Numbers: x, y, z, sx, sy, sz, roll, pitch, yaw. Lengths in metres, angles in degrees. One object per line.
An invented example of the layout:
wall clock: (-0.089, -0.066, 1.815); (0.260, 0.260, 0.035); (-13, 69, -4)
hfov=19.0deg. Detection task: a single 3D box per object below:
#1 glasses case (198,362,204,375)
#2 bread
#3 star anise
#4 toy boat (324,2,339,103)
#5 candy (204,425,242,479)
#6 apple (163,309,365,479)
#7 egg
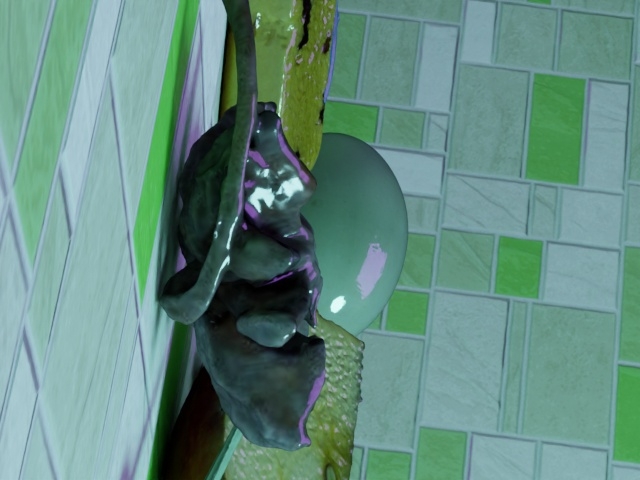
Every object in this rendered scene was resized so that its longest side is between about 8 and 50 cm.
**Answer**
glasses case: (-0.104, 0.168, 2.004); (0.204, 0.051, 0.081); (93, 3, -65)
bread: (-0.035, -0.221, 1.850); (0.138, 0.077, 0.361); (-48, 148, -61)
star anise: (-0.070, 0.000, 1.565); (0.316, 0.139, 0.359); (112, -29, -67)
toy boat: (-0.031, -0.199, 2.121); (0.097, 0.100, 0.223); (4, 95, -74)
candy: (-0.086, 0.193, 1.547); (0.335, 0.092, 0.093); (-64, 141, -58)
apple: (-0.054, 0.206, 1.765); (0.254, 0.179, 0.346); (113, -10, -50)
egg: (0.000, 0.000, 2.231); (0.203, 0.203, 0.282); (95, 7, -57)
